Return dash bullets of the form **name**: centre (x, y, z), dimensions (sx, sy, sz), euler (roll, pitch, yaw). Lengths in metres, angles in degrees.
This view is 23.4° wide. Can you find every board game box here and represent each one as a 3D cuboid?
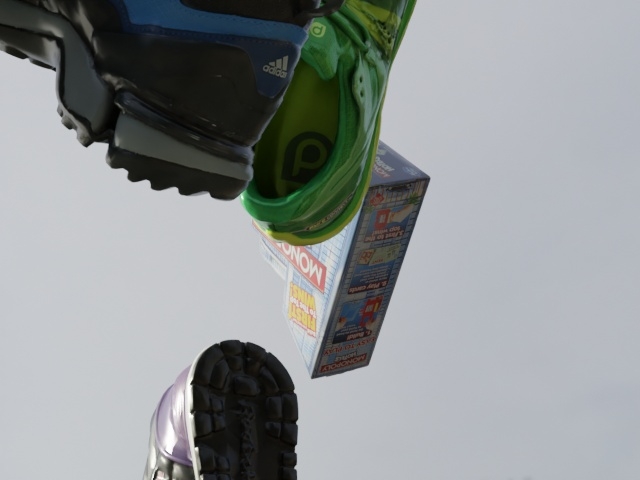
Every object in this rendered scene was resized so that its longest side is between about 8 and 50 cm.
- **board game box**: centre (0.000, 0.000, 1.231), dimensions (0.060, 0.194, 0.194), euler (-10, -59, -29)

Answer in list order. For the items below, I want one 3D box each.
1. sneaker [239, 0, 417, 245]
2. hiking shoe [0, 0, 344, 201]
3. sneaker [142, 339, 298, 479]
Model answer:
- **sneaker**: centre (0.003, -0.141, 0.982), dimensions (0.109, 0.295, 0.123), euler (6, 3, 11)
- **hiking shoe**: centre (-0.118, -0.145, 0.784), dimensions (0.132, 0.304, 0.113), euler (-56, -25, 11)
- **sneaker**: centre (-0.077, 0.220, 1.055), dimensions (0.107, 0.283, 0.124), euler (19, -32, -24)
